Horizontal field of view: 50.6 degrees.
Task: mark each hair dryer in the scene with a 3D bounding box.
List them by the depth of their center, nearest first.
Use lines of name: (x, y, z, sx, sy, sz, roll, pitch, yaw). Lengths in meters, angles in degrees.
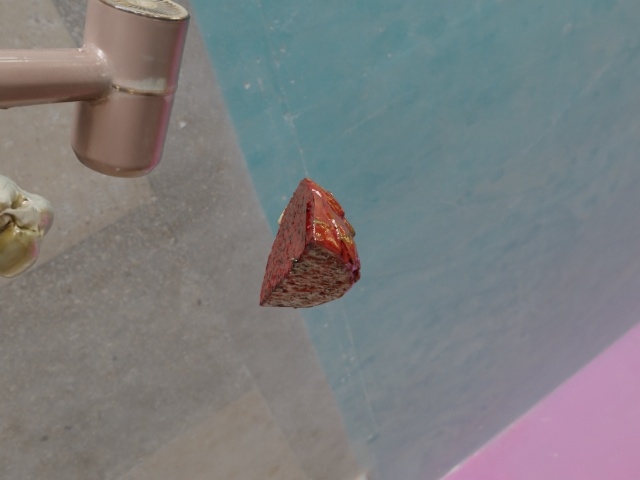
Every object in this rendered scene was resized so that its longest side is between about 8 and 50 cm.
hair dryer: (-0.280, -0.142, 0.642, 0.344, 0.106, 0.190, -21, 138, -52)

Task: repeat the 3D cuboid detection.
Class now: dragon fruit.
dragon fruit: (0.000, 0.000, 0.670, 0.083, 0.107, 0.162, 11, 149, -14)

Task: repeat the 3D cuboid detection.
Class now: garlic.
garlic: (-0.572, -0.021, 1.098, 0.281, 0.185, 0.203, -13, 174, -39)
